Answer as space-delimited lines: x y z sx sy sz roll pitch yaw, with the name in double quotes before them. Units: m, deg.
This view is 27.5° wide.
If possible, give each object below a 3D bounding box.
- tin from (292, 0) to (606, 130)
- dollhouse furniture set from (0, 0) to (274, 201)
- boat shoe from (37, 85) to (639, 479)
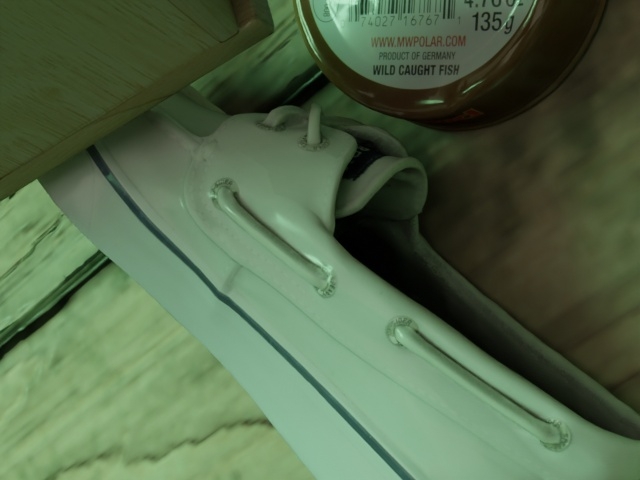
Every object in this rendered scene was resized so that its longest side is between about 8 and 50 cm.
"tin" 0.043 -0.131 0.421 0.106 0.040 0.189 5 92 31
"dollhouse furniture set" -0.155 -0.199 0.427 0.303 0.174 0.355 -28 55 20
"boat shoe" 0.000 0.000 0.424 0.258 0.095 0.084 44 109 16
